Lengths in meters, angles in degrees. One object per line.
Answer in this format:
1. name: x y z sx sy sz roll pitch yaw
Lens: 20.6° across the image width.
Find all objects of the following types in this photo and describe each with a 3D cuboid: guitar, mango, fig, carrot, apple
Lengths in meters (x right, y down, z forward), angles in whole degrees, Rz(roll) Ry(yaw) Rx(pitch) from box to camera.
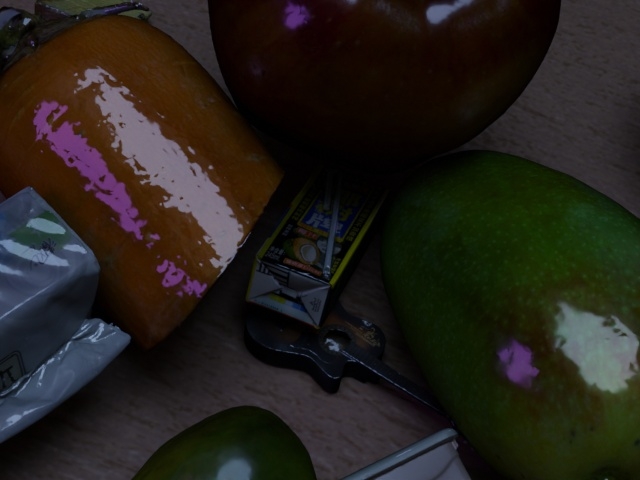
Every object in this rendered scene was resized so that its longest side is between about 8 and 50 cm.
1. guitar: 0.043 0.107 1.451 0.233 0.025 0.088 32 54 16
2. mango: 0.178 0.052 1.408 0.225 0.201 0.382 -26 45 -4
3. fig: -0.083 0.232 1.253 0.167 0.167 0.233 23 61 10
4. carrot: -0.166 -0.079 1.447 0.331 0.193 0.214 45 30 11
5. apple: 0.047 -0.198 1.444 0.288 0.317 0.288 2 76 -9

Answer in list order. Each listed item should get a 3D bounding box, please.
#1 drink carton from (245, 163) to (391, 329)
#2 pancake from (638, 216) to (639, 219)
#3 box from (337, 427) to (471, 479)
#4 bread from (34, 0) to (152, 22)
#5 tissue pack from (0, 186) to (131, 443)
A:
1. drink carton: 0.000 0.000 1.485 0.071 0.056 0.165 22 37 7
2. pancake: 0.315 0.019 1.560 0.108 0.017 0.108 2 56 -3
3. box: 0.059 0.204 1.343 0.122 0.089 0.062 -22 68 -22
4. bread: -0.204 -0.215 1.635 0.084 0.080 0.109 24 56 9
5. tissue pack: -0.271 0.098 1.338 0.229 0.159 0.145 -35 71 -29
